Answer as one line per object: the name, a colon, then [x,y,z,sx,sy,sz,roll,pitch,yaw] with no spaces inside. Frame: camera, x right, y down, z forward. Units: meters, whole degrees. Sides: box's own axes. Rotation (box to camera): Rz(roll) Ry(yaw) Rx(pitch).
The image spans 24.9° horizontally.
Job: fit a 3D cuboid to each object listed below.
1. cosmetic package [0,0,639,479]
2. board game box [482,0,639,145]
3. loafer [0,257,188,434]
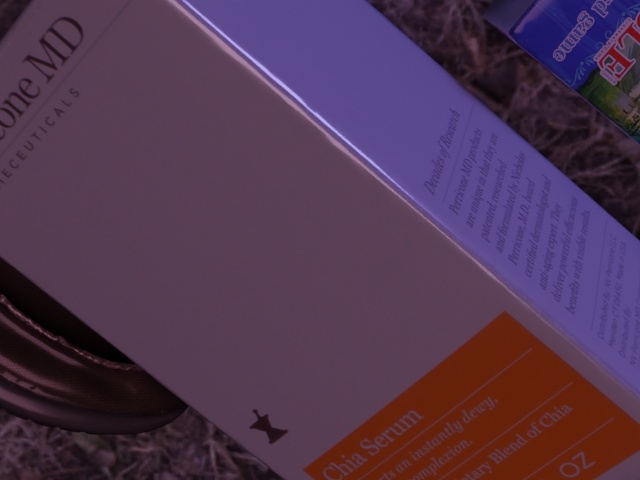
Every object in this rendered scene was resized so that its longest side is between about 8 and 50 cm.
cosmetic package: [0.000,0.000,0.912,0.453,0.161,0.230,39,124,-11]
board game box: [0.327,-0.169,0.942,0.318,0.066,0.318,35,102,-20]
loafer: [-0.233,0.003,0.954,0.366,0.134,0.130,31,102,-10]
